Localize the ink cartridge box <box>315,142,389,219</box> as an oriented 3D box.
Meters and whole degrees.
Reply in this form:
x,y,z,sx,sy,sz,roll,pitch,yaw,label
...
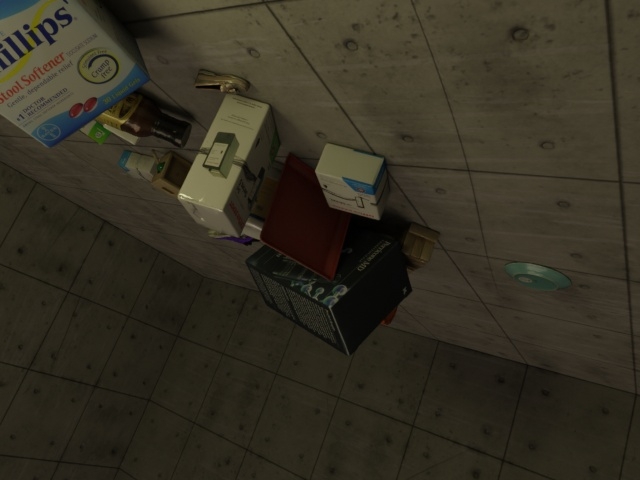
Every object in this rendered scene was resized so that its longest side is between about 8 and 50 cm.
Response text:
x,y,z,sx,sy,sz,roll,pitch,yaw,label
0.084,-0.140,1.318,0.148,0.086,0.203,16,163,17,ink cartridge box

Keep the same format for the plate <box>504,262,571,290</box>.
x,y,z,sx,sy,sz,roll,pitch,yaw,label
0.629,0.112,1.562,0.188,0.024,0.188,19,165,5,plate

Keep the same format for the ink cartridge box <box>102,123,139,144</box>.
x,y,z,sx,sy,sz,roll,pitch,yaw,label
-0.562,-0.327,1.519,0.099,0.056,0.135,31,-177,-28,ink cartridge box

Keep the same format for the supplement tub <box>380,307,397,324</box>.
x,y,z,sx,sy,sz,roll,pitch,yaw,label
0.101,0.182,1.848,0.315,0.194,0.193,11,162,26,supplement tub

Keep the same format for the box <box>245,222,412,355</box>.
x,y,z,sx,sy,sz,roll,pitch,yaw,label
0.021,0.109,1.619,0.395,0.293,0.212,23,144,42,box

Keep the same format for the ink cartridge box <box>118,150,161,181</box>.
x,y,z,sx,sy,sz,roll,pitch,yaw,label
-0.611,-0.253,1.900,0.180,0.060,0.104,16,163,20,ink cartridge box

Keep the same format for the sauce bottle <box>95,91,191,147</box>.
x,y,z,sx,sy,sz,roll,pitch,yaw,label
-0.507,-0.340,1.389,0.344,0.112,0.111,21,165,-6,sauce bottle

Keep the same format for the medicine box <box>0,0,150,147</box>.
x,y,z,sx,sy,sz,roll,pitch,yaw,label
-0.520,-0.361,0.993,0.149,0.263,0.289,61,-174,30,medicine box

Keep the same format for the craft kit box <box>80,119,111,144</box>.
x,y,z,sx,sy,sz,roll,pitch,yaw,label
-0.756,-0.392,1.525,0.249,0.061,0.246,29,170,40,craft kit box

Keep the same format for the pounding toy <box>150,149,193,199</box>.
x,y,z,sx,sy,sz,roll,pitch,yaw,label
-0.494,-0.223,1.756,0.141,0.130,0.100,32,149,-34,pounding toy

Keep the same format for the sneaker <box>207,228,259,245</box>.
x,y,z,sx,sy,sz,roll,pitch,yaw,label
-0.349,-0.029,2.231,0.293,0.102,0.146,4,158,46,sneaker

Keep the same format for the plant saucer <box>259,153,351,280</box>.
x,y,z,sx,sy,sz,roll,pitch,yaw,label
-0.038,-0.056,1.429,0.259,0.259,0.047,31,154,-33,plant saucer

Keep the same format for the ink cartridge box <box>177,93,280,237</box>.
x,y,z,sx,sy,sz,roll,pitch,yaw,label
-0.204,-0.168,1.250,0.114,0.273,0.198,19,165,8,ink cartridge box

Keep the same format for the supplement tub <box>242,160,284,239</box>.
x,y,z,sx,sy,sz,roll,pitch,yaw,label
-0.153,-0.111,1.513,0.144,0.200,0.144,20,165,5,supplement tub

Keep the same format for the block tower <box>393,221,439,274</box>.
x,y,z,sx,sy,sz,roll,pitch,yaw,label
0.267,0.043,1.678,0.090,0.097,0.335,21,163,-1,block tower

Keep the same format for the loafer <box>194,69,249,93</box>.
x,y,z,sx,sy,sz,roll,pitch,yaw,label
-0.213,-0.331,1.150,0.125,0.039,0.045,17,163,17,loafer
